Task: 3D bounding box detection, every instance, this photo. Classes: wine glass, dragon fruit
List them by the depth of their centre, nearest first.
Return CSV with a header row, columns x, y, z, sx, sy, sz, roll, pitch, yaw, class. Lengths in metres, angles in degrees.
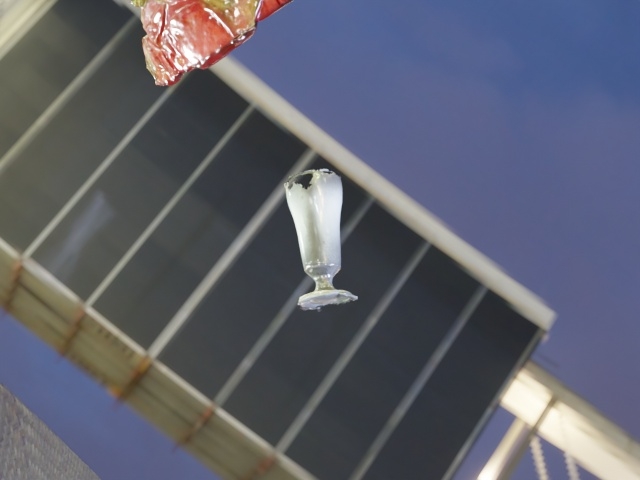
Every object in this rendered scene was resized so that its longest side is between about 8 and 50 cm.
x,y,z,sx,sy,sz,roll,pitch,yaw,class
-0.097,-0.211,1.212,0.127,0.161,0.120,53,-1,-3,dragon fruit
0.000,0.000,1.727,0.072,0.155,0.072,-5,-18,-2,wine glass

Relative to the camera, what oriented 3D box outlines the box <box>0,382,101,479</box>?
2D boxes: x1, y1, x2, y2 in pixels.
x,y,z,sx,sy,sz,roll,pitch,yaw,class
-0.249,0.242,0.904,0.143,0.273,0.184,-4,-31,18,box
